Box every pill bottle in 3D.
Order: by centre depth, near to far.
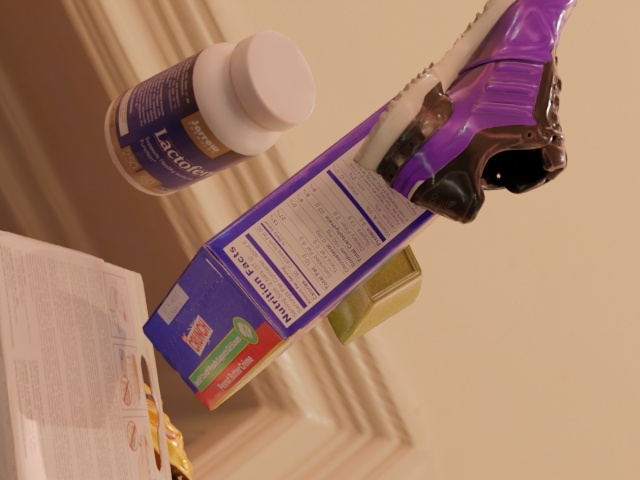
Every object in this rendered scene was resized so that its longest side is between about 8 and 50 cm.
[{"bbox_3d":[-0.142,-0.166,1.788,0.265,0.153,0.153,-22,-80,38],"label":"pill bottle"}]

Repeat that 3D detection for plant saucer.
[{"bbox_3d":[0.046,0.004,1.598,0.045,0.188,0.188,-26,-90,34],"label":"plant saucer"}]

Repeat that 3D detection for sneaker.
[{"bbox_3d":[0.165,-0.116,1.214,0.146,0.293,0.102,39,-31,8],"label":"sneaker"}]

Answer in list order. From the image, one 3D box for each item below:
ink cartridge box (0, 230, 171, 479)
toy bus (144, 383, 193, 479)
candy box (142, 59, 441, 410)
[{"bbox_3d":[-0.240,0.165,1.267,0.091,0.385,0.308,-11,-99,10],"label":"ink cartridge box"},{"bbox_3d":[-0.255,0.229,1.649,0.220,0.211,0.149,-26,-60,26],"label":"toy bus"},{"bbox_3d":[0.000,0.000,1.345,0.122,0.317,0.268,50,-26,2],"label":"candy box"}]
